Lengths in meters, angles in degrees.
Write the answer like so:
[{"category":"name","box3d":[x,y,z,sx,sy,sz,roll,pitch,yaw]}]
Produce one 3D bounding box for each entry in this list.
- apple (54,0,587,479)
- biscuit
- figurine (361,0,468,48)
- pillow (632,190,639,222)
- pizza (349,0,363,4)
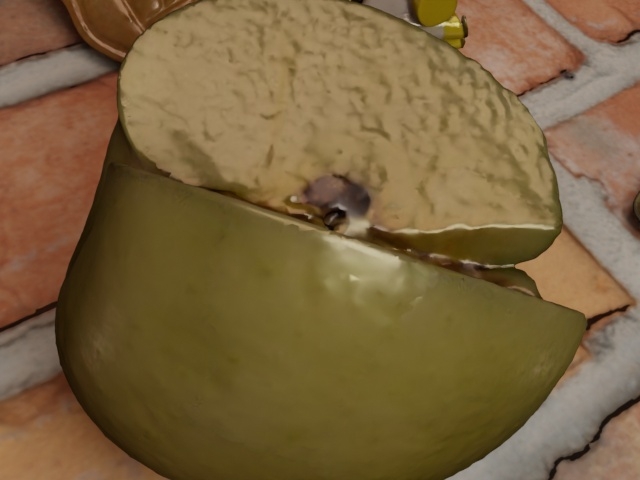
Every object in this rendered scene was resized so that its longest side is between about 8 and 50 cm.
[{"category":"apple","box3d":[-0.008,0.018,0.504,0.258,0.233,0.295,16,36,-18]},{"category":"biscuit","box3d":[-0.152,-0.228,0.721,0.142,0.029,0.220,-32,91,-3]},{"category":"figurine","box3d":[0.033,-0.160,0.737,0.130,0.109,0.178,40,89,3]},{"category":"pillow","box3d":[0.366,0.008,0.733,0.217,0.033,0.130,38,53,15]},{"category":"pizza","box3d":[0.041,-0.280,0.841,0.147,0.069,0.226,10,60,-20]}]
